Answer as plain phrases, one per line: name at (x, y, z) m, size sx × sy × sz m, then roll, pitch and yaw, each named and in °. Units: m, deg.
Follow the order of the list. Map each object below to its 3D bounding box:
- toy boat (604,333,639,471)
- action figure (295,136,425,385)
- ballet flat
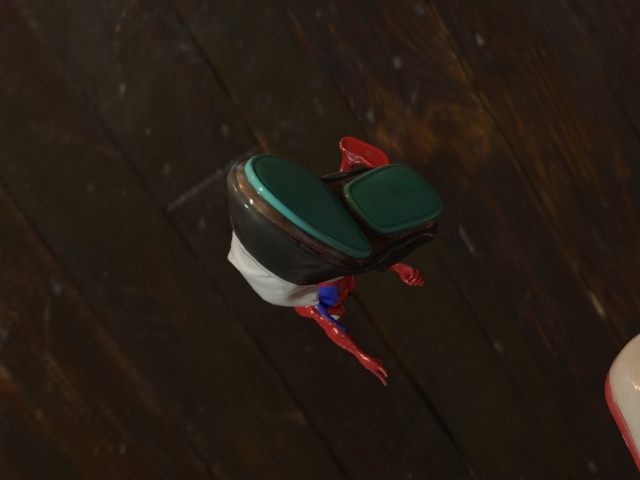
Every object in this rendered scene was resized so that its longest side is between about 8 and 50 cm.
toy boat at (0.328, 0.185, 1.365) m, size 0.151 × 0.231 × 0.151 m, roll -13°, pitch 152°, yaw -16°
action figure at (0.044, 0.030, 1.486) m, size 0.139 × 0.280 × 0.091 m, roll 36°, pitch 66°, yaw 11°
ballet flat at (0.000, 0.000, 1.120) m, size 0.096 × 0.280 × 0.095 m, roll -45°, pitch 70°, yaw 21°
